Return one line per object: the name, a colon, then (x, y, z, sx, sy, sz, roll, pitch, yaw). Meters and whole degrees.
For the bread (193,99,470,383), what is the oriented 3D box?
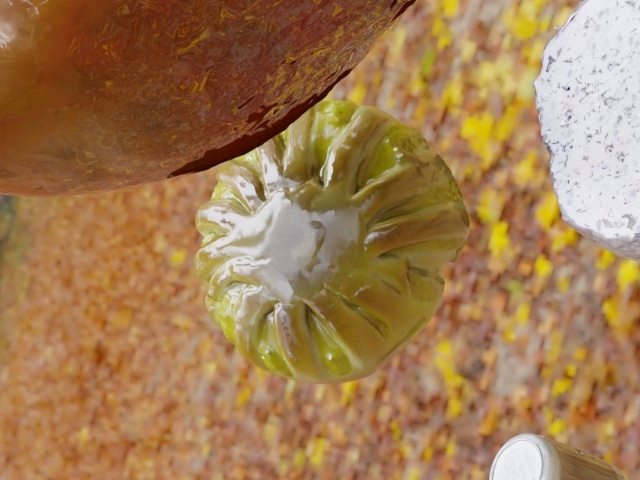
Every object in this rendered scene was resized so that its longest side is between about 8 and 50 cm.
bread: (0.000, 0.000, 1.188, 0.105, 0.213, 0.213, -14, -55, -69)

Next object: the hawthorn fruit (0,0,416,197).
hawthorn fruit: (-0.134, -0.215, 0.836, 0.403, 0.403, 0.402, -163, 90, -76)

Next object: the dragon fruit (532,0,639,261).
dragon fruit: (0.331, -0.098, 1.397, 0.221, 0.204, 0.283, -27, 60, 41)

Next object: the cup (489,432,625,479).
cup: (0.185, 0.201, 1.337, 0.102, 0.099, 0.074, 10, 77, 54)
